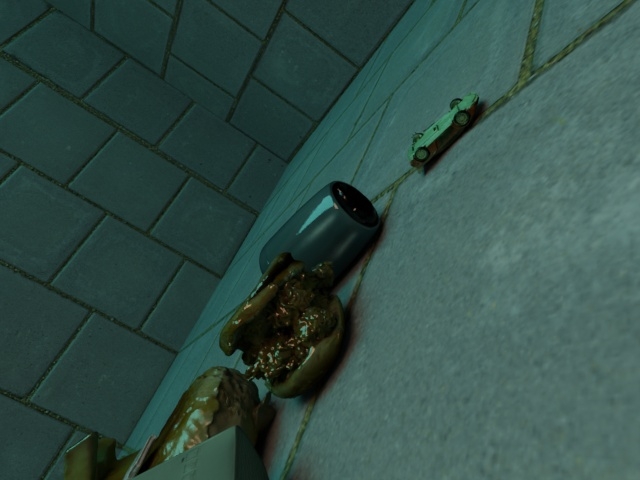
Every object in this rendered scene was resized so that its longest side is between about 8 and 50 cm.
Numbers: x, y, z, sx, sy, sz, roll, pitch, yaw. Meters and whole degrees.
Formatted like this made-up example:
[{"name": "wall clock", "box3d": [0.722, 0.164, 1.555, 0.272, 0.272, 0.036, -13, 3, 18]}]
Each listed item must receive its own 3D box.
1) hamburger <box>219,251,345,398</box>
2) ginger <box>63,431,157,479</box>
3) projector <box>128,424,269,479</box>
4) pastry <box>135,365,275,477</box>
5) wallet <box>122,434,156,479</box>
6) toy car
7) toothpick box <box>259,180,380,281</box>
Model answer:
[{"name": "hamburger", "box3d": [-0.034, 0.100, 0.554, 0.185, 0.131, 0.159, -55, 2, -21]}, {"name": "ginger", "box3d": [-0.430, 0.503, 0.882, 0.413, 0.211, 0.358, -48, 14, 39]}, {"name": "projector", "box3d": [-0.131, 0.283, 0.328, 0.198, 0.108, 0.250, -26, 13, -5]}, {"name": "pastry", "box3d": [-0.164, 0.294, 0.580, 0.257, 0.121, 0.235, -55, 8, 20]}, {"name": "wallet", "box3d": [-0.226, 0.276, 0.540, 0.083, 0.011, 0.044, -54, 9, 28]}, {"name": "toy car", "box3d": [0.165, -0.147, 0.593, 0.122, 0.035, 0.059, -40, 19, 29]}, {"name": "toothpick box", "box3d": [0.000, 0.000, 0.672, 0.184, 0.120, 0.120, -47, 16, 30]}]
